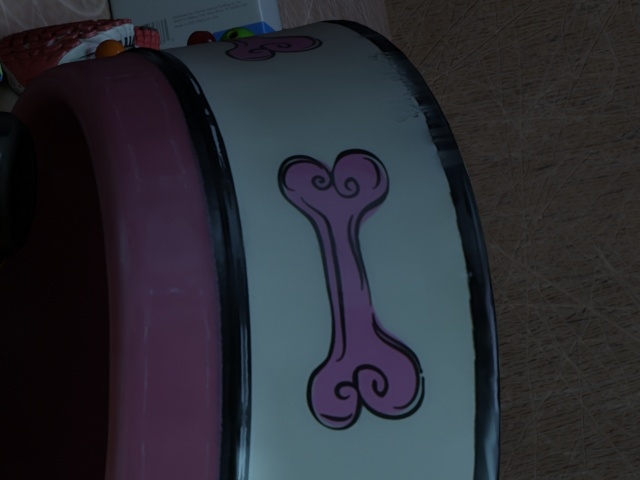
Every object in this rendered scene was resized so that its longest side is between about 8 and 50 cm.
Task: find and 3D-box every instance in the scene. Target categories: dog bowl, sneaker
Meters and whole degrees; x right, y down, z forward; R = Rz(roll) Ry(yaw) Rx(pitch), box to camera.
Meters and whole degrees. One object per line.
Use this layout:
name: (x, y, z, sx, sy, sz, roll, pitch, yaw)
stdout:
dog bowl: (-0.076, 0.089, 0.758, 0.408, 0.150, 0.408, -176, -90, -67)
sneaker: (-0.162, -0.112, 1.137, 0.225, 0.088, 0.092, -13, 96, -76)

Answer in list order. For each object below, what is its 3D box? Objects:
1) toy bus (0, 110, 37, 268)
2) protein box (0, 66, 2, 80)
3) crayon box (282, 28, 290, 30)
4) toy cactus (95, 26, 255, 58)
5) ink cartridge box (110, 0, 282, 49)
toy bus: (-0.204, 0.055, 0.666, 0.220, 0.149, 0.211, -75, 164, -71)
protein box: (-0.237, -0.094, 0.464, 0.200, 0.201, 0.136, -12, 89, -78)
crayon box: (0.000, 0.000, 1.586, 0.363, 0.106, 0.313, 51, 43, -66)
toy cactus: (-0.123, -0.058, 1.100, 0.219, 0.112, 0.180, -64, -179, -1)
ink cartridge box: (-0.115, -0.234, 1.368, 0.078, 0.134, 0.231, 24, 56, -75)
